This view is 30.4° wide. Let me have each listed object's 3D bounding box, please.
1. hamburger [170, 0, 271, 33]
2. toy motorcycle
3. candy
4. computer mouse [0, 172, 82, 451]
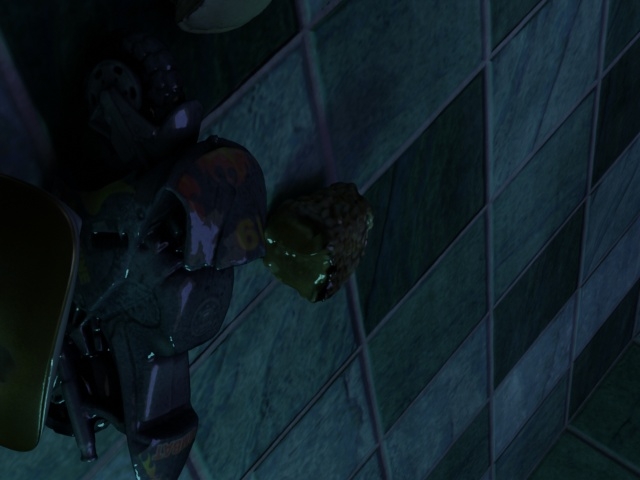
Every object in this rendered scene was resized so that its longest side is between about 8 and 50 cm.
[{"bbox_3d":[-0.056,-0.195,0.809,0.121,0.054,0.084,-61,157,11],"label":"hamburger"},{"bbox_3d":[-0.121,0.021,0.785,0.108,0.173,0.307,-20,132,-53],"label":"toy motorcycle"},{"bbox_3d":[0.000,0.000,1.068,0.110,0.085,0.095,-36,155,-44],"label":"candy"},{"bbox_3d":[-0.208,0.052,0.755,0.045,0.102,0.199,-43,154,-60],"label":"computer mouse"}]
